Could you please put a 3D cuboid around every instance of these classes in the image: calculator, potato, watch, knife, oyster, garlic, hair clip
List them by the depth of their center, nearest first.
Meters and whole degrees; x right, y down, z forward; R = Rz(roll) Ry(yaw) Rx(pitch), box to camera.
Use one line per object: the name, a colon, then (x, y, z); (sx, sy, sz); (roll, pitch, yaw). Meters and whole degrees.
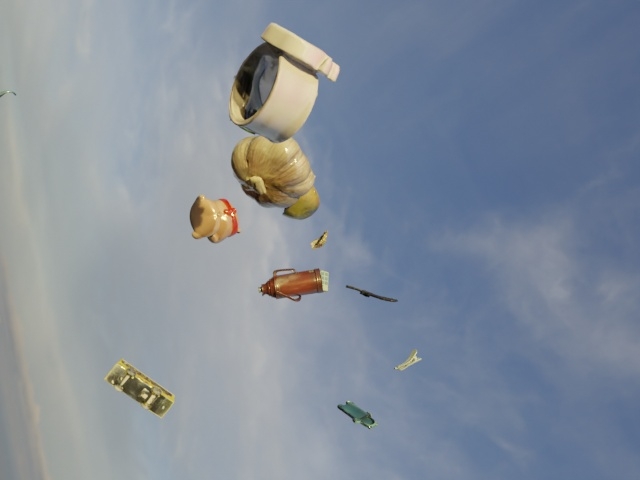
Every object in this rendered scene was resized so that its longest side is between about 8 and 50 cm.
watch: (-0.091, -0.339, 1.259); (0.244, 0.196, 0.231); (44, -68, 51)
calculator: (0.124, 0.571, 1.859); (0.141, 0.094, 0.019); (27, -73, 35)
hair clip: (0.283, 0.394, 1.860); (0.030, 0.115, 0.039); (-11, -83, 46)
garlic: (-0.179, -0.254, 2.105); (0.322, 0.322, 0.241); (-8, -128, 59)
knife: (0.181, 0.201, 2.120); (0.222, 0.045, 0.021); (14, -80, 32)
oyster: (0.001, 0.001, 2.286); (0.093, 0.034, 0.051); (-38, -145, 17)
potato: (-0.061, -0.158, 2.304); (0.117, 0.182, 0.202); (34, -43, 2)

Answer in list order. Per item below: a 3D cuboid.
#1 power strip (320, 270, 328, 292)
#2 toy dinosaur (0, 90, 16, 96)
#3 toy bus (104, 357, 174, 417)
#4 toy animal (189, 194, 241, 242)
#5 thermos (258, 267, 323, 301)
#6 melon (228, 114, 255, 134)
power strip: (0.011, 0.161, 2.250); (0.016, 0.040, 0.090); (-30, -128, 52)
toy dinosaur: (-1.048, -0.447, 1.753); (0.045, 0.197, 0.080); (62, -29, 19)
toy bus: (-0.582, 0.478, 1.847); (0.081, 0.226, 0.074); (-53, -171, 1)
toy animal: (-0.383, -0.079, 2.067); (0.171, 0.197, 0.171); (-1, -92, 25)
thermos: (-0.113, 0.159, 2.083); (0.099, 0.232, 0.124); (-112, -164, -67)
melon: (-0.300, -0.475, 2.210); (0.064, 0.118, 0.209); (-64, -158, 14)
